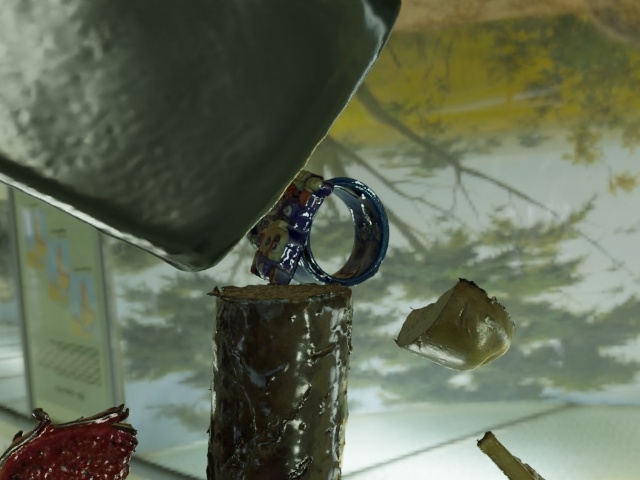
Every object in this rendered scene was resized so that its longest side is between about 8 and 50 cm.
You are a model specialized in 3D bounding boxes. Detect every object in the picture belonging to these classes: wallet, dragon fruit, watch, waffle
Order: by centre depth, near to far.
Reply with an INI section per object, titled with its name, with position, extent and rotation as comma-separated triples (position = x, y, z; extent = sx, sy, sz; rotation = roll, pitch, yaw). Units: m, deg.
[wallet]
position = -0.088, -0.096, 0.384
extent = 0.245, 0.168, 0.052
rotation = 32, -173, -43
[waffle]
position = 0.202, 0.233, 1.000
extent = 0.023, 0.097, 0.152
rotation = -43, 167, 5
[dragon fruit]
position = -0.320, 0.294, 1.098
extent = 0.161, 0.274, 0.126
rotation = 20, 175, -23
[watch]
position = 0.000, -0.007, 1.473
extent = 0.200, 0.196, 0.171
rotation = 23, 178, -28

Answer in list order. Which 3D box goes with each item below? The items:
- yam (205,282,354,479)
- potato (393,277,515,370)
[yam]
position = -0.037, 0.165, 0.814
extent = 0.131, 0.280, 0.131
rotation = 3, -168, -1
[potato]
position = 0.209, 0.153, 1.499
extent = 0.138, 0.098, 0.243
rotation = 32, 160, -3
